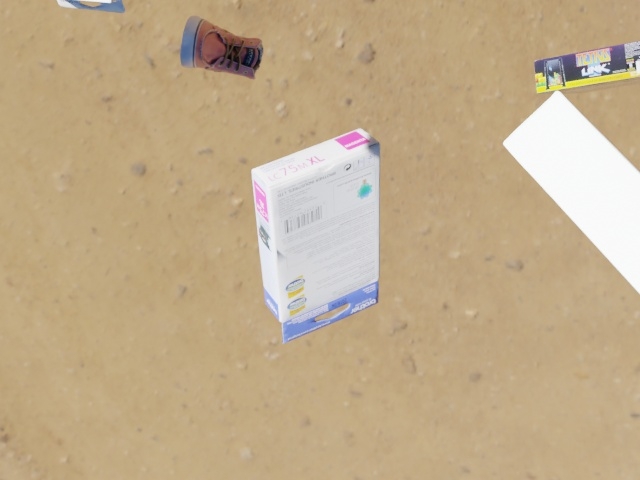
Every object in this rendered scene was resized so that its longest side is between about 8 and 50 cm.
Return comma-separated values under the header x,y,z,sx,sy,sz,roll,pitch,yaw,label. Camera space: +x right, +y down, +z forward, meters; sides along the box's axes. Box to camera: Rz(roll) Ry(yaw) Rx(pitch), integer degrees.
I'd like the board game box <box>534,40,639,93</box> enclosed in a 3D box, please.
x,y,z,sx,sy,sz,roll,pitch,yaw,label
0.391,-0.228,1.283,0.170,0.141,0.048,-4,96,40,board game box

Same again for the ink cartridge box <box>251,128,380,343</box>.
x,y,z,sx,sy,sz,roll,pitch,yaw,label
0.000,0.000,1.454,0.185,0.065,0.311,-23,132,-22,ink cartridge box

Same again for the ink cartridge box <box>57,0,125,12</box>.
x,y,z,sx,sy,sz,roll,pitch,yaw,label
-0.273,-0.340,1.143,0.092,0.090,0.143,6,111,7,ink cartridge box

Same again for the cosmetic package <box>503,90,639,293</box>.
x,y,z,sx,sy,sz,roll,pitch,yaw,label
0.404,0.011,1.147,0.097,0.377,0.284,-44,156,14,cosmetic package

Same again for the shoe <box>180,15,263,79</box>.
x,y,z,sx,sy,sz,roll,pitch,yaw,label
-0.120,-0.240,1.220,0.081,0.178,0.064,12,99,3,shoe
